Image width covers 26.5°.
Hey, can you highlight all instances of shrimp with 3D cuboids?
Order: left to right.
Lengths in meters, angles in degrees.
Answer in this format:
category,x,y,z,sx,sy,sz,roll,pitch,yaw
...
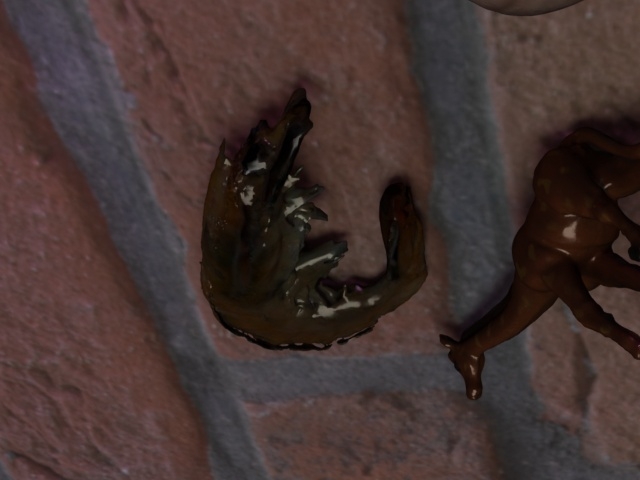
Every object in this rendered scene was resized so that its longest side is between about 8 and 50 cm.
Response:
category,x,y,z,sx,sy,sz,roll,pitch,yaw
shrimp,0.000,0.001,0.960,0.173,0.058,0.253,9,139,-10

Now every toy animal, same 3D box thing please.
category,x,y,z,sx,sy,sz,roll,pitch,yaw
toy animal,0.157,0.031,0.920,0.066,0.229,0.224,-4,106,-26

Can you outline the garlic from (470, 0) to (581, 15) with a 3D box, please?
category,x,y,z,sx,sy,sz,roll,pitch,yaw
garlic,0.116,-0.262,0.546,0.317,0.259,0.317,-4,116,-9
